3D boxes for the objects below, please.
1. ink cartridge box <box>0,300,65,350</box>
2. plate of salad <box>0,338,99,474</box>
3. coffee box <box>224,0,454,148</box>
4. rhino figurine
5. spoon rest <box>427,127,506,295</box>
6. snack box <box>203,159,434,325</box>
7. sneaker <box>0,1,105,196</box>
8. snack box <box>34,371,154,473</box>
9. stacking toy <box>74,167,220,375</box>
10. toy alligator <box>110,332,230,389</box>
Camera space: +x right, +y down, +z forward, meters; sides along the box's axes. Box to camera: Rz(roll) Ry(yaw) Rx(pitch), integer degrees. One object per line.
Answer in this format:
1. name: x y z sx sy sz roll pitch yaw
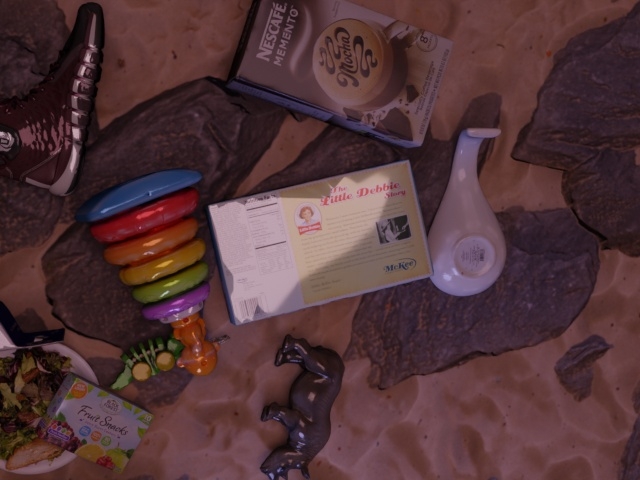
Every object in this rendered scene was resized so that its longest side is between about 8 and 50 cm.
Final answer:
1. ink cartridge box: -0.538 0.130 1.402 0.371 0.176 0.069 -5 92 -13
2. plate of salad: -0.418 0.242 1.498 0.200 0.048 0.199 0 92 -12
3. coffee box: 0.026 -0.264 1.549 0.297 0.119 0.168 18 88 -13
4. rhino figurine: -0.033 0.269 1.575 0.106 0.073 0.243 14 90 -10
5. spoon rest: 0.236 -0.046 1.635 0.137 0.084 0.276 1 105 -12
6. snack box: 0.000 0.000 1.580 0.322 0.060 0.187 -13 95 -12
7. sneaker: -0.401 -0.211 1.463 0.163 0.106 0.281 11 90 -10
8. snack box: -0.326 0.265 1.502 0.141 0.037 0.100 34 81 -32
9. stacking toy: -0.215 0.054 1.482 0.175 0.166 0.301 -24 99 -20
10. toy alligator: -0.230 0.162 1.534 0.190 0.056 0.051 -24 97 -12
